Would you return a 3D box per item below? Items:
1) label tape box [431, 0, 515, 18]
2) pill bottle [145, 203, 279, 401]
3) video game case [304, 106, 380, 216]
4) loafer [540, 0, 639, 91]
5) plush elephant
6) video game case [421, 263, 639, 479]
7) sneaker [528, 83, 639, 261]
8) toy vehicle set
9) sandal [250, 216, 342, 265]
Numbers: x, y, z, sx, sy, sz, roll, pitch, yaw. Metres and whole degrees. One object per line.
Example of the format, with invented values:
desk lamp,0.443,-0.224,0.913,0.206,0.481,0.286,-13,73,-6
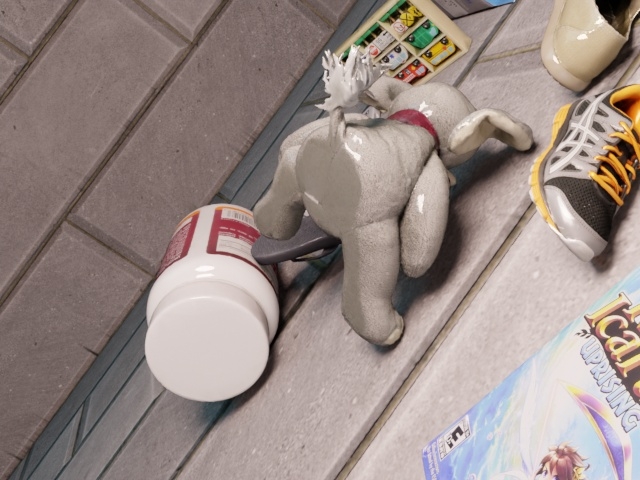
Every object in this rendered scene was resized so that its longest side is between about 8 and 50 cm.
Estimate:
label tape box,0.340,-0.577,1.306,0.240,0.106,0.334,-54,17,2
pill bottle,-0.185,0.096,1.174,0.224,0.224,0.392,-49,17,14
video game case,0.046,-0.179,1.441,0.227,0.026,0.206,-43,20,30
loafer,0.338,-0.297,0.788,0.092,0.102,0.268,-26,42,55
plush elephant,0.096,-0.095,0.817,0.272,0.256,0.329,40,135,36
video game case,0.176,0.157,0.377,0.244,0.061,0.269,-46,18,20
sneaker,0.251,-0.072,0.595,0.083,0.084,0.214,-28,29,46
toy vehicle set,0.148,-0.373,1.305,0.267,0.166,0.035,-29,30,55
sandal,0.000,0.000,1.058,0.255,0.054,0.097,-14,31,23
